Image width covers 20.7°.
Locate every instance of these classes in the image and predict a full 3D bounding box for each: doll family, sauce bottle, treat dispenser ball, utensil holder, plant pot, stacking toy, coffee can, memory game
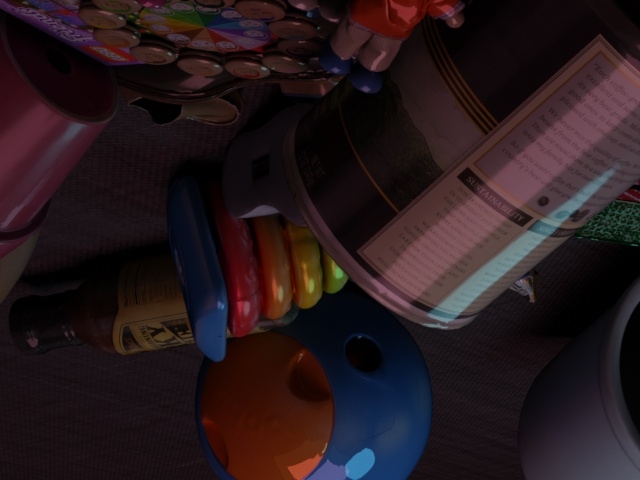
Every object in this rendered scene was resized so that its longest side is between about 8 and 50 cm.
[{"bbox_3d":[-0.021,-0.217,1.129,0.263,0.118,0.163,18,144,-14],"label":"doll family"},{"bbox_3d":[-0.193,0.072,2.010,0.344,0.111,0.111,-11,158,23],"label":"sauce bottle"},{"bbox_3d":[-0.008,0.197,2.111,0.288,0.288,0.288,-2,160,-1],"label":"treat dispenser ball"},{"bbox_3d":[0.444,0.219,2.187,0.328,0.327,0.385,2,160,-12],"label":"utensil holder"},{"bbox_3d":[-0.273,-0.103,1.444,0.180,0.201,0.201,-35,145,29],"label":"plant pot"},{"bbox_3d":[0.000,0.000,1.820,0.302,0.165,0.175,-12,156,-9],"label":"stacking toy"},{"bbox_3d":[0.136,-0.095,1.241,0.201,0.201,0.275,17,131,-43],"label":"coffee can"},{"bbox_3d":[-0.087,-0.154,1.294,0.186,0.012,0.186,6,166,2],"label":"memory game"}]

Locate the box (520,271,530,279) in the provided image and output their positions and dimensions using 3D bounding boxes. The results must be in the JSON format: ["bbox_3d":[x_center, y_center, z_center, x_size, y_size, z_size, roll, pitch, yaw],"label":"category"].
[{"bbox_3d":[0.138,-0.040,1.651,0.109,0.178,0.042,-21,153,39],"label":"box"}]

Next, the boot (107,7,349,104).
[{"bbox_3d":[-0.080,-0.176,1.446,0.219,0.082,0.106,-2,139,3],"label":"boot"}]

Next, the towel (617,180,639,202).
[{"bbox_3d":[0.373,-0.044,1.726,0.199,0.031,0.275,27,160,19],"label":"towel"}]

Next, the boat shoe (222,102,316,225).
[{"bbox_3d":[0.003,-0.060,1.620,0.105,0.113,0.306,1,173,-21],"label":"boat shoe"}]

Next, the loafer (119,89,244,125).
[{"bbox_3d":[-0.129,-0.126,1.570,0.148,0.050,0.056,17,152,-42],"label":"loafer"}]

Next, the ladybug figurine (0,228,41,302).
[{"bbox_3d":[-0.474,0.014,1.615,0.449,0.162,0.305,1,-176,-33],"label":"ladybug figurine"}]

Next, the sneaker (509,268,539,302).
[{"bbox_3d":[0.243,0.050,2.129,0.037,0.032,0.083,5,158,19],"label":"sneaker"}]

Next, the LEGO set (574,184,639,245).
[{"bbox_3d":[0.207,-0.141,1.471,0.331,0.192,0.255,2,133,-4],"label":"LEGO set"}]

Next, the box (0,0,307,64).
[{"bbox_3d":[-0.170,-0.207,1.278,0.201,0.057,0.293,1,165,35],"label":"box"}]
